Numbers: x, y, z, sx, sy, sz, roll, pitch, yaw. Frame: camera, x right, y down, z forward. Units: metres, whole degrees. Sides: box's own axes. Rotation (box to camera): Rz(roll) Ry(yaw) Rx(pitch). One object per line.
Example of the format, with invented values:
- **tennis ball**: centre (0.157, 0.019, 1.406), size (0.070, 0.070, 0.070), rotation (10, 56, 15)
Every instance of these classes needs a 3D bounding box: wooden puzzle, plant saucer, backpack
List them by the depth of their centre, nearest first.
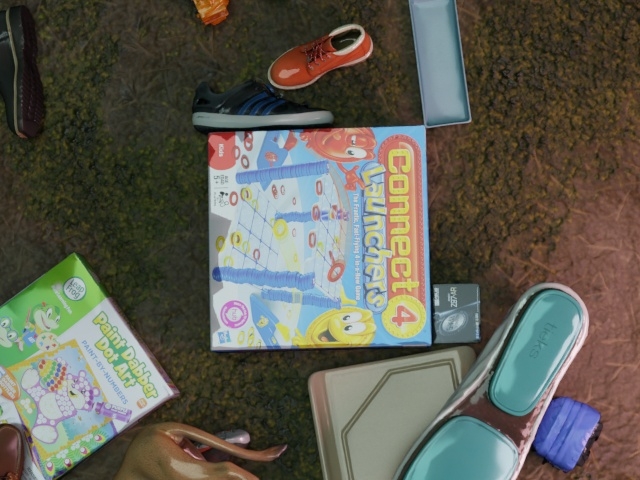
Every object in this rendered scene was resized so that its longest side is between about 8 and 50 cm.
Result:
- **backpack**: centre (0.318, 0.255, 1.727), size (0.101, 0.120, 0.098), rotation (23, 87, 6)
- **wooden puzzle**: centre (0.115, 0.271, 1.784), size (0.239, 0.044, 0.220), rotation (-10, 83, -2)
- **plant saucer**: centre (0.169, -0.256, 1.845), size (0.067, 0.018, 0.192), rotation (-7, 84, 4)

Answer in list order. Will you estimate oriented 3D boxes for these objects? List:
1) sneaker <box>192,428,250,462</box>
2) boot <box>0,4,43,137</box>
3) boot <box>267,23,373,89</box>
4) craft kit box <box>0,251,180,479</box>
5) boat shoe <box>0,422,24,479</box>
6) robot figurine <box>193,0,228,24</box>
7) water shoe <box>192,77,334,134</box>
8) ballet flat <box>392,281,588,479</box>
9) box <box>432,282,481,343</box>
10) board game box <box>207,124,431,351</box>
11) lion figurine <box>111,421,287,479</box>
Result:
- **sneaker**: centre (-0.162, 0.311, 1.797), size (0.158, 0.061, 0.064), rotation (-23, 92, 12)
- **boot**: centre (-0.479, -0.233, 1.873), size (0.137, 0.077, 0.197), rotation (-10, 70, 8)
- **boot**: centre (-0.004, -0.263, 1.827), size (0.158, 0.084, 0.059), rotation (-23, 84, 3)
- **craft kit box**: centre (-0.368, 0.188, 1.824), size (0.247, 0.061, 0.250), rotation (-37, 83, -3)
- **boat shoe**: centre (-0.435, 0.332, 1.741), size (0.064, 0.060, 0.178), rotation (19, 70, -19)
- **robot figurine**: centre (-0.162, -0.468, 1.860), size (0.211, 0.085, 0.291), rotation (-23, 83, 2)
- **water shoe**: centre (-0.082, -0.192, 1.831), size (0.203, 0.073, 0.080), rotation (0, 82, 4)
- **ballet flat**: centre (0.217, 0.232, 1.707), size (0.139, 0.139, 0.400), rotation (33, 85, 7)
- **box**: centre (0.189, 0.102, 1.805), size (0.067, 0.018, 0.083), rotation (0, 84, 4)
- **board game box**: centre (0.000, 0.000, 1.796), size (0.302, 0.086, 0.308), rotation (-2, 84, 5)
- **lion figurine**: centre (-0.246, 0.358, 1.739), size (0.240, 0.142, 0.392), rotation (39, 95, 4)
